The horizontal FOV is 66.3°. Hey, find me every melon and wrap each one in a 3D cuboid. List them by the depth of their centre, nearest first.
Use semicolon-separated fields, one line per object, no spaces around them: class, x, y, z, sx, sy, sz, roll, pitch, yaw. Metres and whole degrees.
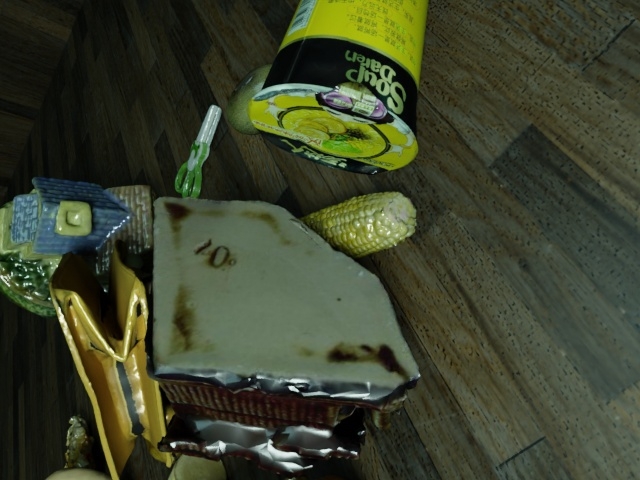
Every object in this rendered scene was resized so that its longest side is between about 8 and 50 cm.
melon;-0.099;-0.232;0.820;0.162;0.099;0.099;-18;67;47

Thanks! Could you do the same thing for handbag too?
handbag;-0.319;0.158;0.776;0.401;0.133;0.283;14;113;63

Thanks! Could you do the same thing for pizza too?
pizza;-0.556;0.548;1.130;0.297;0.071;0.189;52;130;45

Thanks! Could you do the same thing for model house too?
model house;-0.058;0.130;0.607;0.297;0.317;0.283;-85;-4;-46
model house;-0.480;0.013;1.020;0.266;0.321;0.261;-19;73;42

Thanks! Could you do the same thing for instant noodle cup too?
instant noodle cup;0.039;-0.229;0.607;0.215;0.215;0.236;2;75;47

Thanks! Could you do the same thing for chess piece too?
chess piece;-0.232;0.440;0.796;0.200;0.090;0.090;-59;45;20

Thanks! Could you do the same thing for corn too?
corn;0.000;0.000;0.666;0.288;0.086;0.087;-19;66;42

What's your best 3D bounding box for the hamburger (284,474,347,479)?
hamburger;-0.024;0.378;0.474;0.211;0.260;0.245;-36;86;17

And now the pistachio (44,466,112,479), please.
pistachio;-0.435;0.569;0.876;0.230;0.229;0.309;-40;50;33

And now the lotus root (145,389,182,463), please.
lotus root;-0.270;0.316;0.869;0.108;0.094;0.190;-47;32;-20

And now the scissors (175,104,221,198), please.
scissors;-0.252;-0.184;1.023;0.101;0.027;0.204;40;111;44
